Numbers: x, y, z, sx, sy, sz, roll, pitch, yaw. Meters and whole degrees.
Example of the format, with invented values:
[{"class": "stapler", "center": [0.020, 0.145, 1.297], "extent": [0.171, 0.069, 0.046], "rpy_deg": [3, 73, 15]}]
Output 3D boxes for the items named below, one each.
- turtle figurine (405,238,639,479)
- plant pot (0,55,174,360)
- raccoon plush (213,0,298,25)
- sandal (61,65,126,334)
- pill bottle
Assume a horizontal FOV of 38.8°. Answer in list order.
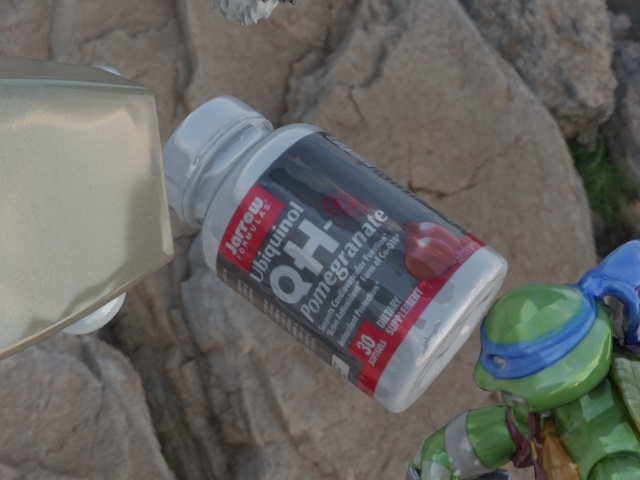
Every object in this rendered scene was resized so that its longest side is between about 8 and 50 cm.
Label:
[{"class": "turtle figurine", "center": [0.101, 0.165, 0.380], "extent": [0.266, 0.198, 0.275], "rpy_deg": [48, 66, -16]}, {"class": "plant pot", "center": [-0.120, -0.024, 0.369], "extent": [0.096, 0.109, 0.109], "rpy_deg": [-15, 113, -26]}, {"class": "raccoon plush", "center": [0.012, -0.256, 0.442], "extent": [0.299, 0.446, 0.216], "rpy_deg": [32, 46, -40]}, {"class": "sandal", "center": [-0.330, -0.055, 1.249], "extent": [0.102, 0.169, 0.416], "rpy_deg": [67, 17, -60]}, {"class": "pill bottle", "center": [0.000, 0.000, 0.860], "extent": [0.318, 0.176, 0.176], "rpy_deg": [36, 37, 17]}]
